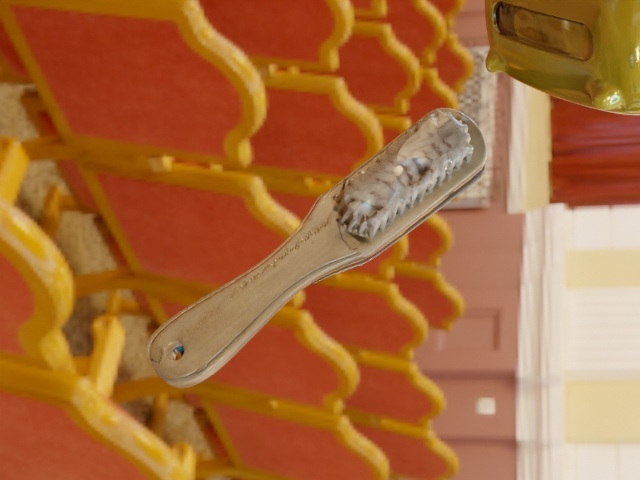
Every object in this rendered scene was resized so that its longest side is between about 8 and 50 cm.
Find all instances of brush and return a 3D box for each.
[{"bbox_3d":[0.000,0.000,0.918,0.070,0.327,0.065,50,-9,13],"label":"brush"}]

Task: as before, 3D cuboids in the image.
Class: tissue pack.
[{"bbox_3d":[0.193,-0.156,0.793,0.178,0.127,0.123,32,-40,52],"label":"tissue pack"}]
